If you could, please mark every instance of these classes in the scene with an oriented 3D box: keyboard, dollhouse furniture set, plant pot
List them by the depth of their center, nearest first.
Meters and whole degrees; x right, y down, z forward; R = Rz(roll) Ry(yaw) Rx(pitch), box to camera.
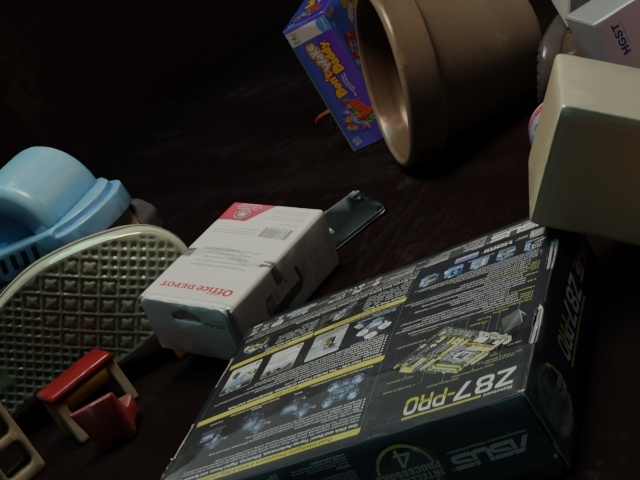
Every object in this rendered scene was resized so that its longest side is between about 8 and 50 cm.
[{"bbox_3d":[-0.388,0.251,1.506,0.374,0.152,0.201,-40,20,-23],"label":"dollhouse furniture set"},{"bbox_3d":[0.000,0.000,1.742,0.192,0.038,0.100,-36,42,-15],"label":"keyboard"},{"bbox_3d":[0.194,-0.257,1.790,0.229,0.263,0.263,-14,17,-6],"label":"plant pot"}]

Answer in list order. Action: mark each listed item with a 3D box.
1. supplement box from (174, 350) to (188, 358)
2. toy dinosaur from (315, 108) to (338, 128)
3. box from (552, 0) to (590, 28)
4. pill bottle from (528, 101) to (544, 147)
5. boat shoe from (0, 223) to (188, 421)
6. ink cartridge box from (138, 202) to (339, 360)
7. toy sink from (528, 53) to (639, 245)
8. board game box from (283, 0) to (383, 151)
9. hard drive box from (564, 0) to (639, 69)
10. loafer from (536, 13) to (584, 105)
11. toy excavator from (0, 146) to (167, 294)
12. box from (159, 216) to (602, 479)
[{"bbox_3d":[-0.177,0.115,1.700,0.062,0.036,0.098,-32,19,4],"label":"supplement box"},{"bbox_3d":[0.024,-0.234,2.230,0.082,0.090,0.047,-6,-13,-29],"label":"toy dinosaur"},{"bbox_3d":[0.364,-0.373,1.651,0.130,0.091,0.170,-11,43,-4],"label":"box"},{"bbox_3d":[0.290,-0.105,1.438,0.087,0.087,0.160,-27,19,14],"label":"pill bottle"},{"bbox_3d":[-0.381,0.129,1.743,0.500,0.187,0.156,-37,14,17],"label":"boat shoe"},{"bbox_3d":[-0.102,0.051,1.607,0.158,0.092,0.218,6,37,37],"label":"ink cartridge box"},{"bbox_3d":[0.323,-0.072,1.178,0.234,0.131,0.153,11,28,2],"label":"toy sink"},{"bbox_3d":[0.062,-0.331,2.146,0.078,0.233,0.347,-24,20,22],"label":"board game box"},{"bbox_3d":[0.424,-0.232,1.403,0.232,0.181,0.089,-33,20,0],"label":"hard drive box"},{"bbox_3d":[0.398,-0.290,1.724,0.130,0.134,0.366,9,44,21],"label":"loafer"},{"bbox_3d":[-0.547,-0.072,2.120,0.433,0.445,0.222,-19,22,34],"label":"toy excavator"},{"bbox_3d":[0.059,0.135,1.185,0.395,0.097,0.318,-22,19,27],"label":"box"}]
